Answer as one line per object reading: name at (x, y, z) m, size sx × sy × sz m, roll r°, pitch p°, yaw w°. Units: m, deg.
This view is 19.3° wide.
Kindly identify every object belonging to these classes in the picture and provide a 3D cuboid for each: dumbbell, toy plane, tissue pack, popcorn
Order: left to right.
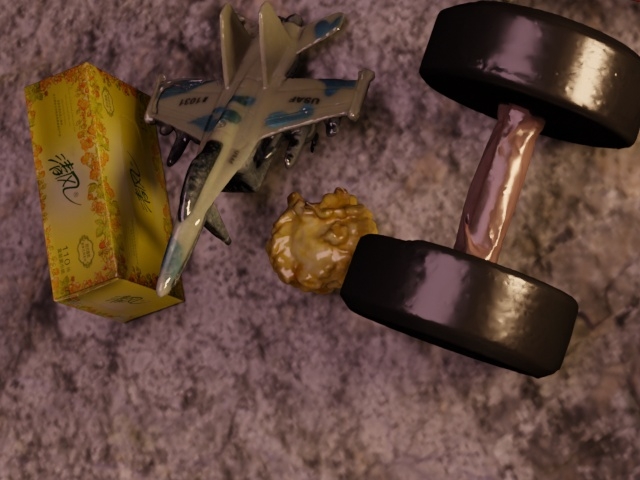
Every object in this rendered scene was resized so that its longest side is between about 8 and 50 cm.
tissue pack at (-0.162, -0.035, 1.421) m, size 0.062 × 0.095 × 0.176 m, roll -20°, pitch 68°, yaw 22°
toy plane at (-0.064, -0.063, 1.371) m, size 0.192 × 0.088 × 0.262 m, roll 3°, pitch 64°, yaw 31°
popcorn at (0.000, 0.000, 1.347) m, size 0.082 × 0.057 × 0.083 m, roll -41°, pitch 65°, yaw 21°
dumbbell at (0.117, -0.033, 1.238) m, size 0.152 × 0.152 × 0.218 m, roll 17°, pitch 85°, yaw 31°

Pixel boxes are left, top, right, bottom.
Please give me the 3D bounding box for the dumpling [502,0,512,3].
dumpling at (0.093, -0.251, 1.275) m, size 0.147 × 0.258 × 0.193 m, roll -14°, pitch 86°, yaw -7°
